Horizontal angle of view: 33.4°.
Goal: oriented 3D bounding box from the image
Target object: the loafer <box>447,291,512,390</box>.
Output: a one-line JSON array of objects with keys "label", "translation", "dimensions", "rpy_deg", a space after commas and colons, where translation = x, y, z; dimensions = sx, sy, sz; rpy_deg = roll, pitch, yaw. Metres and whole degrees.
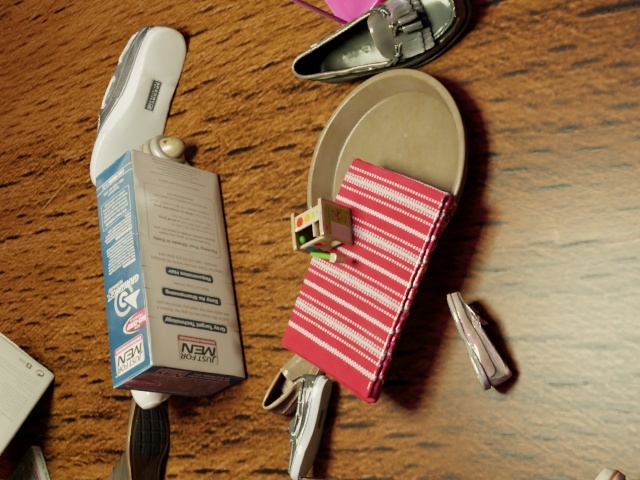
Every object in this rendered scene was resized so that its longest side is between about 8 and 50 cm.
[{"label": "loafer", "translation": [0.185, 0.113, 1.246], "dimensions": [0.039, 0.045, 0.125], "rpy_deg": [-21, 62, 5]}]

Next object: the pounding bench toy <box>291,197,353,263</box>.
[{"label": "pounding bench toy", "translation": [0.000, 0.000, 1.362], "dimensions": [0.065, 0.052, 0.083], "rpy_deg": [-27, 57, 41]}]

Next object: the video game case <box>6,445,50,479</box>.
[{"label": "video game case", "translation": [-0.535, 0.509, 1.910], "dimensions": [0.212, 0.023, 0.193], "rpy_deg": [-51, 48, 24]}]

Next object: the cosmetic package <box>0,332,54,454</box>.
[{"label": "cosmetic package", "translation": [-0.636, 0.354, 1.821], "dimensions": [0.217, 0.156, 0.385], "rpy_deg": [-46, 10, 27]}]

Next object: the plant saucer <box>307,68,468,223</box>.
[{"label": "plant saucer", "translation": [0.090, -0.087, 1.399], "dimensions": [0.278, 0.041, 0.278], "rpy_deg": [-16, 68, 44]}]

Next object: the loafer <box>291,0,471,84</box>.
[{"label": "loafer", "translation": [0.075, -0.261, 1.412], "dimensions": [0.267, 0.084, 0.096], "rpy_deg": [-17, 94, 43]}]

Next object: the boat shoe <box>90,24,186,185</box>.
[{"label": "boat shoe", "translation": [-0.330, -0.230, 1.840], "dimensions": [0.102, 0.108, 0.301], "rpy_deg": [20, 92, 48]}]

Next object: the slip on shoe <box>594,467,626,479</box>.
[{"label": "slip on shoe", "translation": [0.278, 0.388, 1.028], "dimensions": [0.101, 0.123, 0.331], "rpy_deg": [4, 75, 15]}]

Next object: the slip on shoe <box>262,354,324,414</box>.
[{"label": "slip on shoe", "translation": [-0.034, 0.180, 1.453], "dimensions": [0.135, 0.041, 0.051], "rpy_deg": [-56, 46, 20]}]

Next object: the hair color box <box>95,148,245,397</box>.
[{"label": "hair color box", "translation": [-0.229, 0.051, 1.600], "dimensions": [0.105, 0.174, 0.347], "rpy_deg": [-32, 57, 38]}]

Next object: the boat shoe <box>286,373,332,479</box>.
[{"label": "boat shoe", "translation": [-0.021, 0.246, 1.412], "dimensions": [0.040, 0.049, 0.142], "rpy_deg": [12, 80, 22]}]

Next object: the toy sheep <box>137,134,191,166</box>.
[{"label": "toy sheep", "translation": [-0.267, -0.123, 1.758], "dimensions": [0.132, 0.091, 0.091], "rpy_deg": [-42, 52, 27]}]

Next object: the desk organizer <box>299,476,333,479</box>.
[{"label": "desk organizer", "translation": [0.001, 0.369, 1.360], "dimensions": [0.050, 0.047, 0.130], "rpy_deg": [-6, 75, 44]}]

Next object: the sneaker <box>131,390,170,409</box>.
[{"label": "sneaker", "translation": [-0.271, 0.147, 1.638], "dimensions": [0.090, 0.095, 0.235], "rpy_deg": [-21, 50, 19]}]

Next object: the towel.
[{"label": "towel", "translation": [0.055, 0.046, 1.347], "dimensions": [0.199, 0.031, 0.275], "rpy_deg": [26, 97, 49]}]

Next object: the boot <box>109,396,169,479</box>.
[{"label": "boot", "translation": [-0.296, 0.341, 1.659], "dimensions": [0.106, 0.082, 0.219], "rpy_deg": [-17, 69, 40]}]

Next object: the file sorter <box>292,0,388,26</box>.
[{"label": "file sorter", "translation": [0.036, -0.470, 1.458], "dimensions": [0.291, 0.182, 0.202], "rpy_deg": [-50, 48, 25]}]
